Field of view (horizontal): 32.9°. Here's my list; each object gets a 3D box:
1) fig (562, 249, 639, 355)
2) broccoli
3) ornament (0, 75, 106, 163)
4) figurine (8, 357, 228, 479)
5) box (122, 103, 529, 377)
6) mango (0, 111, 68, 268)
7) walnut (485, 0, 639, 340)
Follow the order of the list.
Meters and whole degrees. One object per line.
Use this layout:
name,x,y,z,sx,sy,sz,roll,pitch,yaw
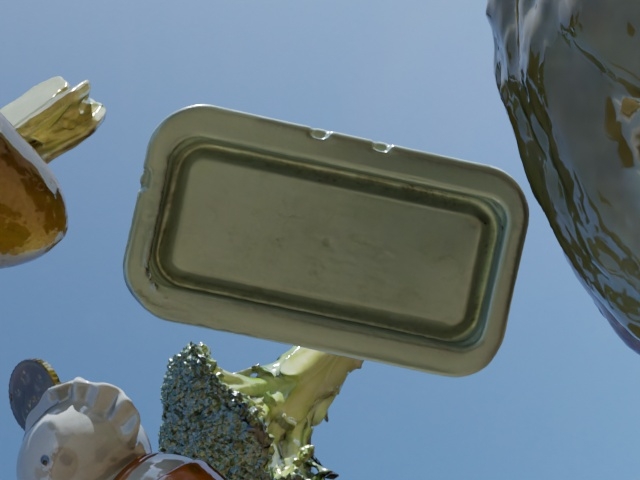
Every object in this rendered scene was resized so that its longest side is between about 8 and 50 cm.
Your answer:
fig,0.289,-0.008,0.836,0.205,0.205,0.205,-11,-73,-42
broccoli,-0.062,0.185,1.372,0.361,0.252,0.221,-72,-3,-49
ornament,-0.297,-0.091,1.044,0.180,0.201,0.059,-37,-72,-13
figurine,-0.143,0.191,0.807,0.143,0.271,0.143,-25,-35,-19
box,0.000,0.000,0.945,0.312,0.182,0.175,12,-90,-4
mango,-0.309,-0.066,0.806,0.262,0.167,0.130,40,-139,-34
walnut,0.176,-0.072,0.385,0.283,0.227,0.283,26,-133,-32
